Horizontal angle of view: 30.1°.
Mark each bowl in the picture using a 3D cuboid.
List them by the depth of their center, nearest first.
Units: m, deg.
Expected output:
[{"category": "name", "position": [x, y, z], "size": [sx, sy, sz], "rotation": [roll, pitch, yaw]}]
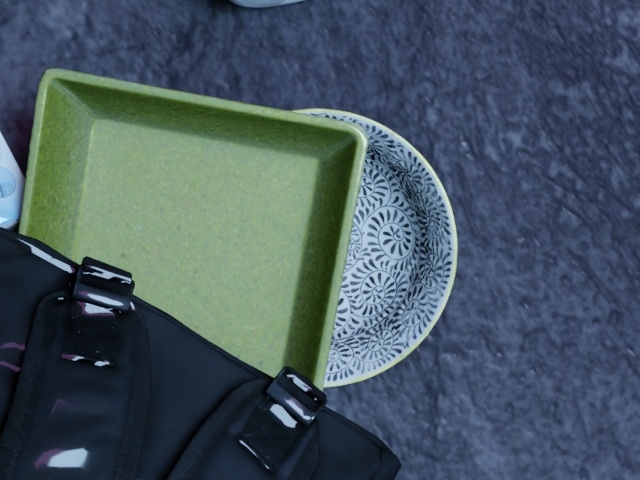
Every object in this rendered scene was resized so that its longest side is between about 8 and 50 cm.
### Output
[{"category": "bowl", "position": [0.000, 0.000, 0.753], "size": [0.170, 0.080, 0.170], "rotation": [1, 99, 3]}]

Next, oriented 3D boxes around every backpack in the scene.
[{"category": "backpack", "position": [-0.154, 0.221, 0.565], "size": [0.290, 0.273, 0.356], "rotation": [30, 47, -19]}]

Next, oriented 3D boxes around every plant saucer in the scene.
[{"category": "plant saucer", "position": [-0.079, 0.008, 0.696], "size": [0.188, 0.045, 0.188], "rotation": [11, 99, 2]}]

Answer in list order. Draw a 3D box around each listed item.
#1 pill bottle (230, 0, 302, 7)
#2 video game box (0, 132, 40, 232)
[{"category": "pill bottle", "position": [-0.038, -0.314, 0.786], "size": [0.160, 0.160, 0.283], "rotation": [-19, 86, -28]}, {"category": "video game box", "position": [-0.289, -0.065, 0.669], "size": [0.187, 0.048, 0.205], "rotation": [-27, 89, -26]}]
